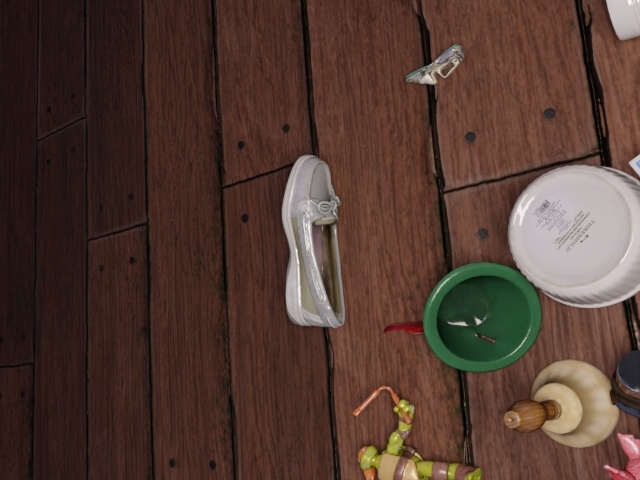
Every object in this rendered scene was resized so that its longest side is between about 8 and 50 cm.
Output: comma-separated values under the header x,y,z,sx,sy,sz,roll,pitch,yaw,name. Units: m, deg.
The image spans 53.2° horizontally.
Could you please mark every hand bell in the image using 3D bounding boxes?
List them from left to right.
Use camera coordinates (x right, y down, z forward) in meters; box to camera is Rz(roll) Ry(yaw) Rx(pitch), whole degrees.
x,y,z,sx,sy,sz,roll,pitch,yaw,name
0.296,0.224,0.835,0.126,0.242,0.126,-6,81,37,hand bell

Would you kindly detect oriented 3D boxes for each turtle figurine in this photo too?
x,y,z,sx,sy,sz,roll,pitch,yaw,name
0.139,0.392,1.035,0.217,0.087,0.270,16,85,31,turtle figurine

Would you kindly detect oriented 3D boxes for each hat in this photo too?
x,y,z,sx,sy,sz,roll,pitch,yaw,name
0.226,0.104,1.044,0.208,0.183,0.173,3,99,-4,hat

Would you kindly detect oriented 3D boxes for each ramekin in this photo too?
x,y,z,sx,sy,sz,roll,pitch,yaw,name
0.365,-0.009,0.899,0.207,0.109,0.207,-6,81,38,ramekin

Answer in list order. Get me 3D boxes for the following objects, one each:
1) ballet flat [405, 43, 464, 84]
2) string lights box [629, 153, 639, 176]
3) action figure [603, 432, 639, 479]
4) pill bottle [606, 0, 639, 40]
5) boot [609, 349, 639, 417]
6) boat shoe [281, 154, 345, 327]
x,y,z,sx,sy,sz,roll,pitch,yaw,name
0.200,-0.295,1.112,0.114,0.041,0.041,-28,68,33,ballet flat
0.517,-0.036,0.774,0.133,0.076,0.260,-42,49,24,string lights box
0.476,0.321,0.655,0.370,0.276,0.248,24,81,10,action figure
0.494,-0.344,0.837,0.208,0.119,0.119,-11,77,36,pill bottle
0.482,0.191,0.813,0.219,0.106,0.082,7,60,13,boot
-0.001,0.001,1.185,0.103,0.118,0.321,1,88,32,boat shoe
